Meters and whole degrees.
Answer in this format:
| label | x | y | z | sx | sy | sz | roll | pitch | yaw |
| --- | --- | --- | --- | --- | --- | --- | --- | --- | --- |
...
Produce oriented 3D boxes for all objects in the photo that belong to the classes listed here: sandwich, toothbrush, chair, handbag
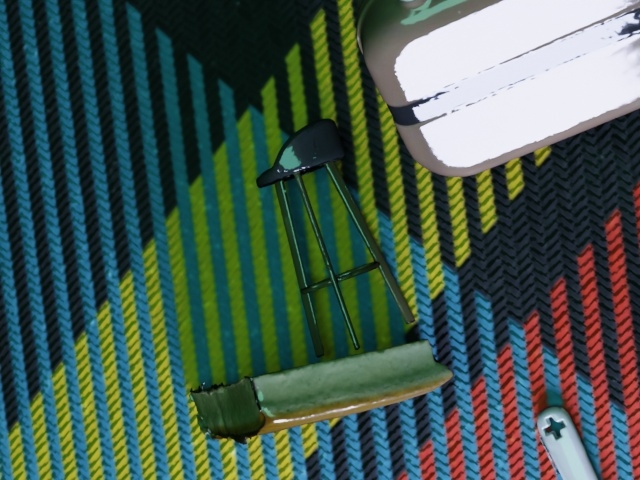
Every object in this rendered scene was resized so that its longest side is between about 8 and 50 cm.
| label | x | y | z | sx | sy | sz | roll | pitch | yaw |
| --- | --- | --- | --- | --- | --- | --- | --- | --- | --- |
| sandwich | 0.005 | 0.145 | 1.686 | 0.212 | 0.245 | 0.063 | -10 | 87 | -18 |
| toothbrush | 0.308 | 0.348 | 1.656 | 0.042 | 0.040 | 0.418 | -28 | 82 | 18 |
| chair | 0.001 | 0.000 | 1.688 | 0.095 | 0.104 | 0.222 | -15 | 93 | 34 |
| handbag | 0.171 | -0.217 | 1.531 | 0.301 | 0.149 | 0.283 | -20 | 127 | 19 |
